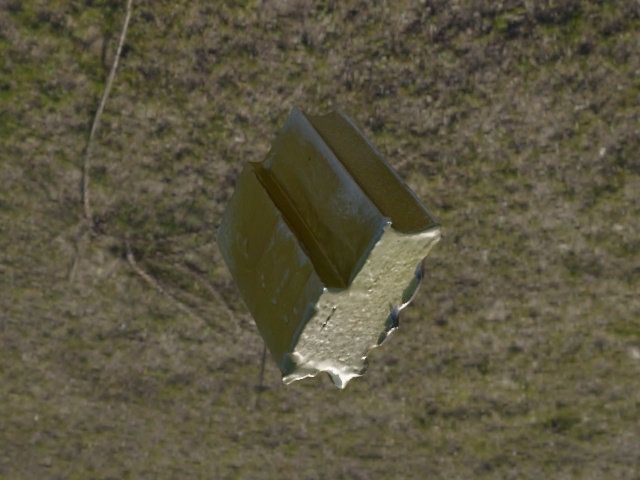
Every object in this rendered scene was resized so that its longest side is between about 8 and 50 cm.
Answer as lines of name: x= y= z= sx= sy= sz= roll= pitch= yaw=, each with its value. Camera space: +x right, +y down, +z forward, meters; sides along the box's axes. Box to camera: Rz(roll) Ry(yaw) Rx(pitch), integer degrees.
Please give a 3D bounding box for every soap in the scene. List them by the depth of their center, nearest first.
soap: x=0.000 y=0.000 z=1.106 sx=0.143 sy=0.281 sz=0.259 roll=14 pitch=117 yaw=-34
